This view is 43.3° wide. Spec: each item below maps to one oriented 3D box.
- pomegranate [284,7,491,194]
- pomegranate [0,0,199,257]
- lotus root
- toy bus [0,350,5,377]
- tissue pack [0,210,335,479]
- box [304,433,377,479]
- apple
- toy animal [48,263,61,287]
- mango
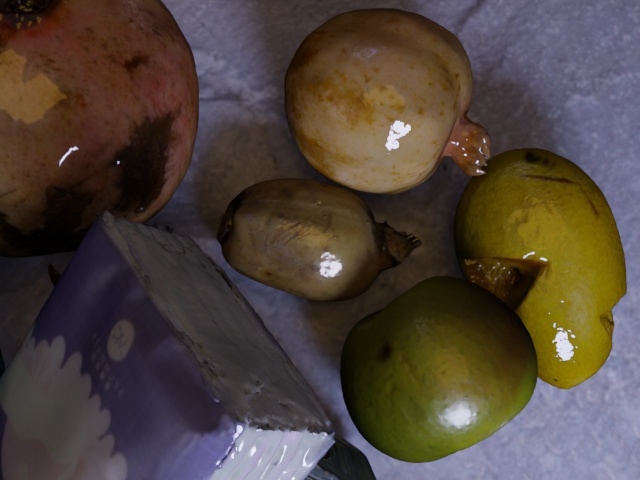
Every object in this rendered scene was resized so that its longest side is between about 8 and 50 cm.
[{"bbox_3d":[0.064,-0.150,0.857,0.207,0.207,0.207,2,77,-7],"label":"pomegranate"},{"bbox_3d":[-0.276,-0.135,0.769,0.322,0.322,0.322,2,77,-7],"label":"pomegranate"},{"bbox_3d":[0.000,0.000,0.857,0.221,0.118,0.125,10,93,-2],"label":"lotus root"},{"bbox_3d":[-0.351,0.059,0.651,0.128,0.256,0.147,16,43,8],"label":"toy bus"},{"bbox_3d":[-0.170,0.185,0.618,0.343,0.125,0.242,-55,51,14],"label":"tissue pack"},{"bbox_3d":[-0.047,0.232,0.739,0.163,0.243,0.135,33,86,-1],"label":"box"},{"bbox_3d":[0.113,0.125,0.803,0.196,0.196,0.157,-30,84,-13],"label":"apple"},{"bbox_3d":[-0.192,0.103,0.784,0.272,0.160,0.197,-39,89,11],"label":"toy animal"},{"bbox_3d":[0.243,0.028,0.877,0.167,0.130,0.262,-24,86,-7],"label":"mango"}]
